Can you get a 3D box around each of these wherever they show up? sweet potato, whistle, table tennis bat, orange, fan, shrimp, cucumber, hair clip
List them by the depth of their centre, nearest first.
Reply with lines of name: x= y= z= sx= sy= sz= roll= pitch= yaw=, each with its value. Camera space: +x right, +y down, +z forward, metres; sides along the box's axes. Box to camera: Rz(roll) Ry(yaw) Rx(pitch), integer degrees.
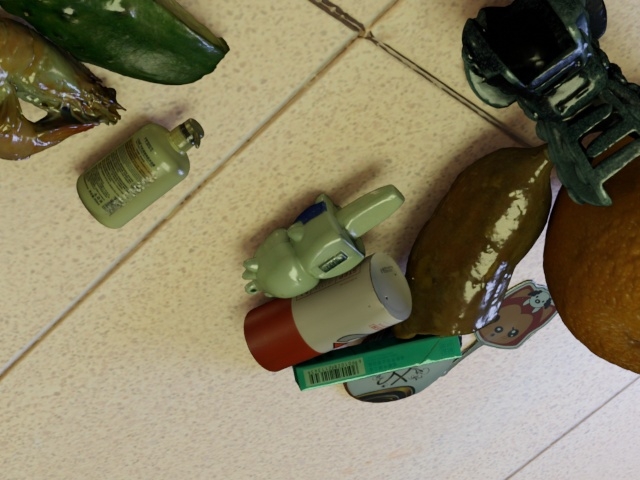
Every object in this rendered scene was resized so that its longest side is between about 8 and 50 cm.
cucumber: x=-0.219 y=-0.233 z=1.652 sx=0.145 sy=0.105 sz=0.325 roll=-38 pitch=141 yaw=16
shrimp: x=-0.304 y=-0.153 z=1.689 sx=0.061 sy=0.145 sz=0.267 roll=5 pitch=175 yaw=31
hair clip: x=0.288 y=-0.196 z=1.862 sx=0.194 sy=0.206 sz=0.310 roll=-37 pitch=125 yaw=8
whistle: x=0.000 y=0.000 z=2.027 sx=0.244 sy=0.092 sz=0.110 roll=-35 pitch=138 yaw=15
orange: x=0.450 y=-0.003 z=2.052 sx=0.322 sy=0.357 sz=0.322 roll=11 pitch=142 yaw=9
sweet potato: x=0.207 y=-0.004 z=2.086 sx=0.157 sy=0.158 sz=0.370 roll=4 pitch=125 yaw=-30
table tennis bat: x=0.145 y=0.142 z=2.315 sx=0.173 sy=0.022 sz=0.301 roll=9 pitch=132 yaw=-31
fan: x=0.263 y=0.139 z=2.380 sx=0.220 sy=0.009 sz=0.132 roll=-40 pitch=136 yaw=16

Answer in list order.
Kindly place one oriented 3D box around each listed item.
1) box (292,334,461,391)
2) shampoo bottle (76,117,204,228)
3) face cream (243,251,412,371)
box: x=0.075 y=0.164 z=2.197 sx=0.226 sy=0.042 sz=0.161 roll=-12 pitch=-179 yaw=-4
shampoo bottle: x=-0.203 y=-0.087 z=1.836 sx=0.162 sy=0.079 sz=0.079 roll=-37 pitch=139 yaw=14
face cream: x=0.008 y=0.098 z=2.092 sx=0.214 sy=0.096 sz=0.096 roll=-25 pitch=144 yaw=29
